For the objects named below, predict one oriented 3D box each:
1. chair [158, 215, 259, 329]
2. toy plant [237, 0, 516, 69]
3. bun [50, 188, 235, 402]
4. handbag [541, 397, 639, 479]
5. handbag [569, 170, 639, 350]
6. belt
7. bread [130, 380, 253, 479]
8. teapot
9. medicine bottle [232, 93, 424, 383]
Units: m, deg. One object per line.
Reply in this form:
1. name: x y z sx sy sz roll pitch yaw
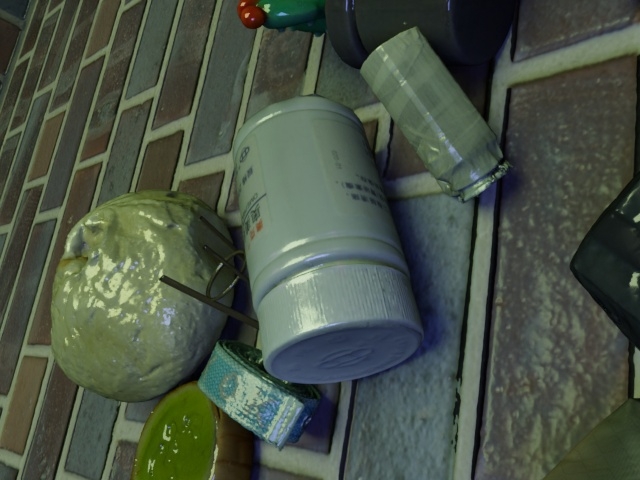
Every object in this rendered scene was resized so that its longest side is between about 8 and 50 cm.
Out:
1. chair: -0.097 0.066 0.866 0.104 0.221 0.095 -28 30 37
2. toy plant: 0.064 -0.345 0.878 0.400 0.185 0.279 22 75 41
3. bun: -0.309 0.076 1.029 0.352 0.227 0.349 -55 37 5
4. handbag: 0.280 0.202 0.437 0.182 0.117 0.270 -38 24 -22
5. handbag: 0.335 0.002 0.451 0.254 0.181 0.181 -52 36 17
6. belt: -0.077 0.189 0.817 0.163 0.148 0.082 28 91 20
7. bread: -0.191 0.321 0.914 0.236 0.070 0.236 -27 50 37
8. teapot: 0.129 -0.135 0.737 0.200 0.077 0.107 55 157 3
9. medicine bottle: 0.000 0.000 0.784 0.190 0.190 0.332 -36 49 30
